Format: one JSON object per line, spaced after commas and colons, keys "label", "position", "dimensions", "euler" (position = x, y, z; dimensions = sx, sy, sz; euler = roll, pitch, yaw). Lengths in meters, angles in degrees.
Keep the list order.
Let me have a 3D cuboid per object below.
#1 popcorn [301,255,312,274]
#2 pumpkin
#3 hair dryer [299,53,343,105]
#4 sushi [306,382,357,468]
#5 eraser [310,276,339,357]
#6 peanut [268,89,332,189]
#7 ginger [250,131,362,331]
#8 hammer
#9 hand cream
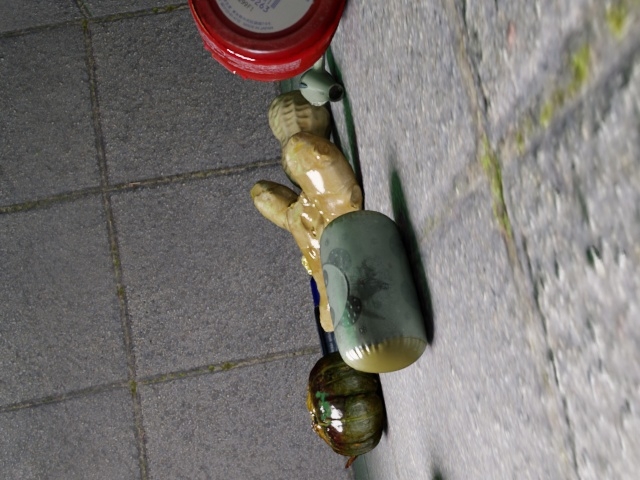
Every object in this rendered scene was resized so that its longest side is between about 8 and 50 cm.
{"label": "popcorn", "position": [0.014, 0.040, 1.550], "dimensions": [0.121, 0.116, 0.106], "euler": [-104, 22, -46]}
{"label": "pumpkin", "position": [0.053, 0.358, 1.475], "dimensions": [0.238, 0.159, 0.238], "euler": [167, 90, -83]}
{"label": "hair dryer", "position": [0.011, -0.328, 1.184], "dimensions": [0.167, 0.067, 0.199], "euler": [-120, 32, -52]}
{"label": "sushi", "position": [0.050, 0.501, 1.935], "dimensions": [0.296, 0.166, 0.179], "euler": [52, 172, -1]}
{"label": "eraser", "position": [0.043, 0.261, 1.868], "dimensions": [0.155, 0.101, 0.332], "euler": [82, 178, -58]}
{"label": "peanut", "position": [-0.026, -0.205, 1.405], "dimensions": [0.136, 0.120, 0.299], "euler": [-42, 50, 34]}
{"label": "ginger", "position": [0.017, -0.012, 1.244], "dimensions": [0.348, 0.122, 0.363], "euler": [55, 149, 0]}
{"label": "hammer", "position": [0.078, 0.097, 0.907], "dimensions": [0.305, 0.113, 0.202], "euler": [66, -166, -66]}
{"label": "hand cream", "position": [-0.076, -0.346, 0.947], "dimensions": [0.149, 0.230, 0.231], "euler": [-110, 10, -85]}
